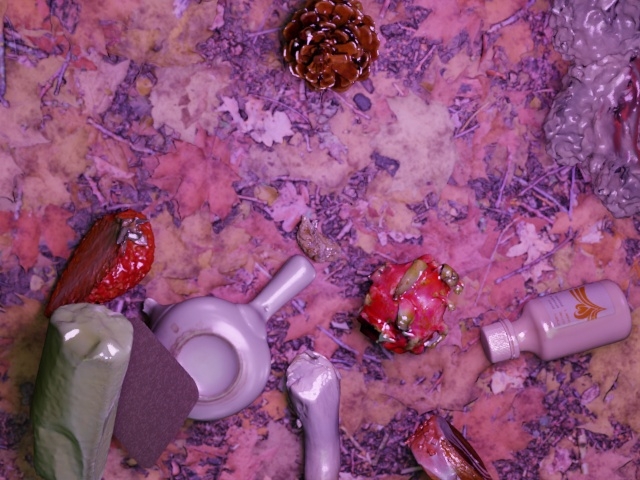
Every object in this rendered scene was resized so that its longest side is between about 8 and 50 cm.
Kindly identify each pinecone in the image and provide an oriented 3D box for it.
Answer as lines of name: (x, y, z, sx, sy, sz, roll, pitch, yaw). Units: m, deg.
pinecone: (0.015, -0.311, 1.588, 0.173, 0.173, 0.174, -1, 99, -6)

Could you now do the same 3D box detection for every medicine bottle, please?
medicine bottle: (0.407, 0.151, 1.725, 0.252, 0.114, 0.114, -16, 100, -3)

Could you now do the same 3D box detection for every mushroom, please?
mushroom: (-0.003, 0.325, 1.719, 0.099, 0.096, 0.278, -7, 104, -4)

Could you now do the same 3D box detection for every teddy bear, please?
teddy bear: (0.486, -0.275, 1.581, 0.357, 0.224, 0.367, -43, 126, -7)

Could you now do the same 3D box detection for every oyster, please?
oyster: (0.000, 0.000, 1.695, 0.083, 0.038, 0.081, 9, 96, -6)

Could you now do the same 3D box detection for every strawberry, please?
strawberry: (-0.343, 0.049, 1.624, 0.106, 0.236, 0.175, 30, 51, -29)

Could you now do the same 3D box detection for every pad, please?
pad: (-0.295, 0.254, 1.617, 0.176, 0.002, 0.266, 46, 131, 13)

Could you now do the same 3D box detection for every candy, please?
candy: (-0.391, 0.255, 1.589, 0.142, 0.132, 0.343, 5, 126, -18)

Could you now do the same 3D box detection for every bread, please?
bread: (0.224, 0.383, 1.720, 0.073, 0.160, 0.160, -43, 101, 11)

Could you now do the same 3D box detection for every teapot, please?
teapot: (-0.137, 0.170, 1.651, 0.318, 0.149, 0.220, -16, 96, -4)

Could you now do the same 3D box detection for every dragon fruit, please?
dragon fruit: (0.152, 0.103, 1.663, 0.160, 0.166, 0.172, 30, 92, -13)
